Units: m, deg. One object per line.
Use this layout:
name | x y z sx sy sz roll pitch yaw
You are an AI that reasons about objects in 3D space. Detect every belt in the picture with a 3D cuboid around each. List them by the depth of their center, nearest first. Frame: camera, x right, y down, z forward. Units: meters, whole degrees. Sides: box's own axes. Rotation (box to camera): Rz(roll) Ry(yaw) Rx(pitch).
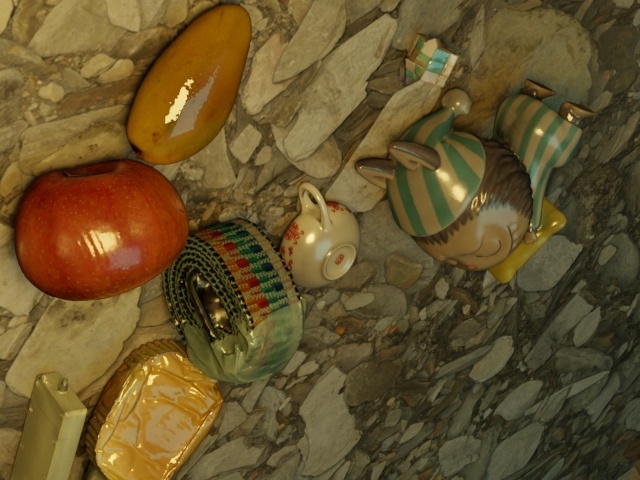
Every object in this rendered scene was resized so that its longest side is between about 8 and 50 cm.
belt | -0.138 0.100 1.967 0.150 0.257 0.207 -20 172 -38

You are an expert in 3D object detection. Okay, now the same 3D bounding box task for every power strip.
power strip | -0.445 0.364 2.008 0.043 0.106 0.367 -8 129 -41

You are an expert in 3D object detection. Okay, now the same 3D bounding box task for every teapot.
teapot | 0.000 0.000 2.162 0.159 0.116 0.245 -19 132 -20

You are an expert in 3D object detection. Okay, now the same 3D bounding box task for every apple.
apple | -0.300 -0.022 1.713 0.235 0.210 0.173 -31 116 -38

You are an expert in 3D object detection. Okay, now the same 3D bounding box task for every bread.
bread | -0.275 0.286 2.060 0.179 0.133 0.250 30 83 -25

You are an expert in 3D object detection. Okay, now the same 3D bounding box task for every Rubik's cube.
Rubik's cube | 0.175 -0.300 2.077 0.073 0.084 0.075 14 98 -24

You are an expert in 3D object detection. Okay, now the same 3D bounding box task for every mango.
mango | -0.173 -0.214 1.740 0.253 0.113 0.138 -57 141 1

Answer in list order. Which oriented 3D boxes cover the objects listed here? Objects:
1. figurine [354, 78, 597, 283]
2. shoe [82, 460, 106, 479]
figurine | 0.262 -0.131 2.178 0.378 0.266 0.361 14 107 -53
shoe | -0.377 0.462 2.168 0.342 0.132 0.210 -63 -168 -26
